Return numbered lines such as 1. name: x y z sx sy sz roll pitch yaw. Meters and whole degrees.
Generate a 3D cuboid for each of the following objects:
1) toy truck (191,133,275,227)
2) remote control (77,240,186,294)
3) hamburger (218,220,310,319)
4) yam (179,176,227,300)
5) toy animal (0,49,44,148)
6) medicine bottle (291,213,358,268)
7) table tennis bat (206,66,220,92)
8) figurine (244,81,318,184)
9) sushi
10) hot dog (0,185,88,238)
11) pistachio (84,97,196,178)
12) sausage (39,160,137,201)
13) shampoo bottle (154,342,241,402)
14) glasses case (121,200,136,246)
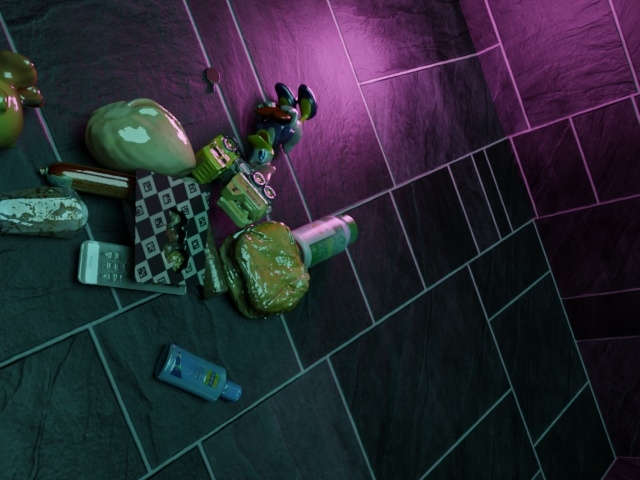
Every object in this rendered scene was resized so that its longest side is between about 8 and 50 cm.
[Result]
1. toy truck: -0.263 -0.162 1.961 0.272 0.124 0.157 52 35 -5
2. remote control: -0.493 0.076 1.786 0.313 0.055 0.109 13 75 -45
3. hamburger: -0.169 0.090 2.013 0.259 0.144 0.283 -14 84 -41
4. yam: -0.343 -0.010 1.925 0.081 0.081 0.356 -16 90 -44
5. toy animal: -0.782 -0.268 1.515 0.191 0.216 0.338 25 64 -6
6. medicine bottle: 0.000 0.000 2.201 0.274 0.133 0.133 -23 95 -44
7. table tennis bat: -0.335 -0.501 2.103 0.050 0.007 0.083 12 69 -41
8. figurine: -0.145 -0.339 2.151 0.421 0.154 0.193 -54 151 -45
9. sushi: -0.409 -0.028 1.805 0.264 0.050 0.290 9 81 -54
10. hot dog: -0.685 -0.065 1.631 0.253 0.069 0.131 -5 94 -40
11. pistachio: -0.471 -0.259 1.805 0.318 0.214 0.193 26 20 -44
12. sausage: -0.579 -0.154 1.726 0.264 0.083 0.083 10 72 -28
13. shampoo bottle: -0.327 0.376 1.853 0.258 0.061 0.104 34 60 -32
14. glasses case: -0.489 -0.052 1.823 0.063 0.041 0.164 -13 85 -41
